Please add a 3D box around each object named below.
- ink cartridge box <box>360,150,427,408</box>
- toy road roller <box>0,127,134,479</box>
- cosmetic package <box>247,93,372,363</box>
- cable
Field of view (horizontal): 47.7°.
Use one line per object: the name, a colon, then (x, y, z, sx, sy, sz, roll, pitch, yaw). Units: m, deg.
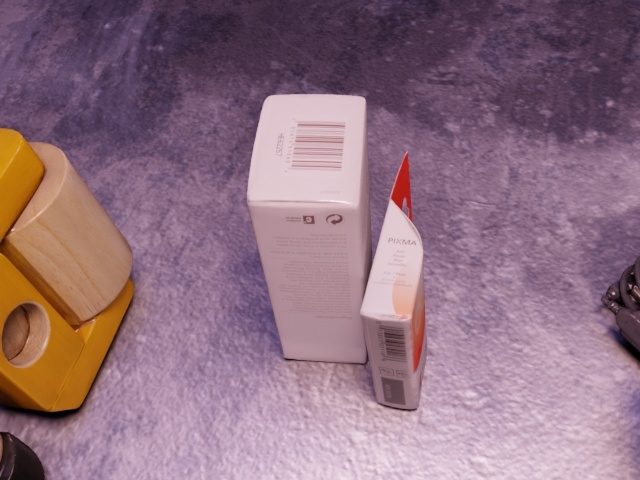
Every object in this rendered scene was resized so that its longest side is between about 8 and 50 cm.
ink cartridge box: (0.080, 0.035, 0.635, 0.045, 0.145, 0.179, 8, 52, 17)
toy road roller: (-0.336, 0.075, 0.606, 0.240, 0.202, 0.329, 5, 53, 22)
cosmetic package: (0.000, 0.000, 0.612, 0.085, 0.231, 0.117, 2, 52, 6)
cable: (0.355, 0.081, 0.648, 0.150, 0.047, 0.184, -29, 59, -27)
